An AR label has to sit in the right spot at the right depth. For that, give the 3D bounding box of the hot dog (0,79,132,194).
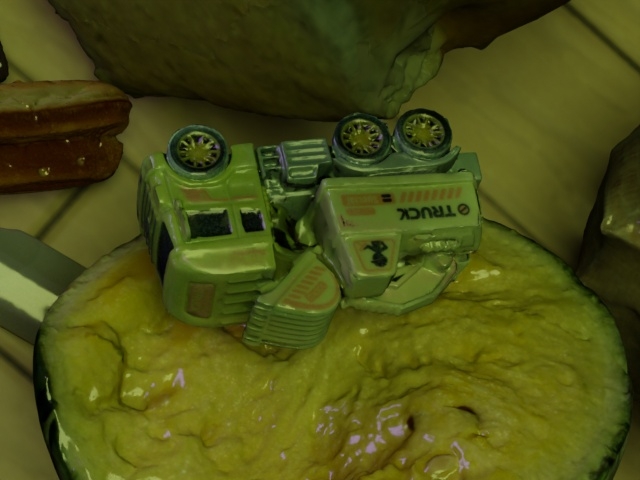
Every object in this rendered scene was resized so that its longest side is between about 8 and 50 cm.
[{"bbox_3d":[-0.192,-0.061,0.970,0.165,0.045,0.071,-7,126,-35],"label":"hot dog"}]

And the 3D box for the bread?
[{"bbox_3d":[0.034,-0.223,0.927,0.395,0.264,0.239,-43,124,-7],"label":"bread"}]

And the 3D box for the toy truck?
[{"bbox_3d":[0.000,0.000,0.886,0.191,0.085,0.116,-6,60,-15],"label":"toy truck"}]

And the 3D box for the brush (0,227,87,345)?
[{"bbox_3d":[-0.232,-0.004,0.988,0.321,0.050,0.060,31,75,-8],"label":"brush"}]

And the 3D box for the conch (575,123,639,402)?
[{"bbox_3d":[0.252,0.004,1.012,0.186,0.263,0.324,-5,48,8],"label":"conch"}]

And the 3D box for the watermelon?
[{"bbox_3d":[0.004,0.119,0.940,0.331,0.331,0.189,2,127,-12],"label":"watermelon"}]

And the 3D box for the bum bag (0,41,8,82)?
[{"bbox_3d":[-0.266,-0.162,1.010,0.109,0.026,0.159,-13,82,-14],"label":"bum bag"}]
